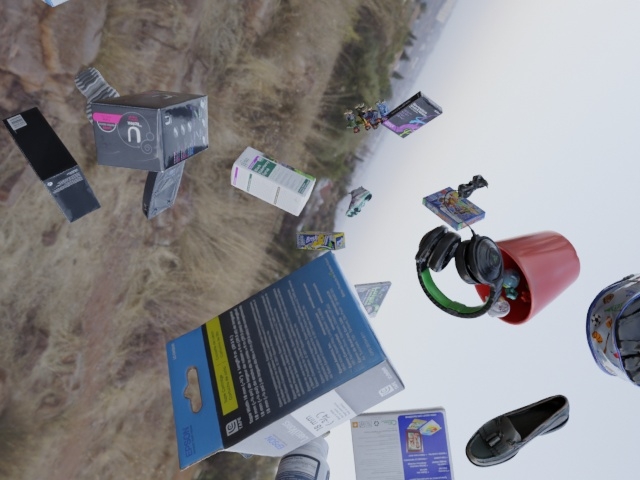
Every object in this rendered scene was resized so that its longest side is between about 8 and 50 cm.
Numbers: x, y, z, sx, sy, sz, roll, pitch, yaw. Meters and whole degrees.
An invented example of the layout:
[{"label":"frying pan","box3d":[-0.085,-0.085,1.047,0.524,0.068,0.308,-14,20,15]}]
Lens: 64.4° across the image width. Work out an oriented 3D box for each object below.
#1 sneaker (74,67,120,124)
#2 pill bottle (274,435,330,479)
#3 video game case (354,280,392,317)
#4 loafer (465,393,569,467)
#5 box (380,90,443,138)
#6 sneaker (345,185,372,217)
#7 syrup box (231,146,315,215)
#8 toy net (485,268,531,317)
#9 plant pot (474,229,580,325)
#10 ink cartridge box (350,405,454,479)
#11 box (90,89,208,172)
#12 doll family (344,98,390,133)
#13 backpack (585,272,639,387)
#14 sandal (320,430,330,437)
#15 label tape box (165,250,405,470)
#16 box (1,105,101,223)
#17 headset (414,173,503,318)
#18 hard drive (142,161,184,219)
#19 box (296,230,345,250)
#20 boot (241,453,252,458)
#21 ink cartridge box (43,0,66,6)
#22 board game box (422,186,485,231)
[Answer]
[{"label":"sneaker","box3d":[-0.607,-0.385,1.464,0.105,0.281,0.115,-32,149,0]},{"label":"pill bottle","box3d":[-0.038,0.483,1.015,0.108,0.107,0.180,-62,-176,33]},{"label":"video game case","box3d":[0.175,0.239,1.981,0.022,0.173,0.190,55,-44,41]},{"label":"loafer","box3d":[0.452,0.426,1.171,0.267,0.096,0.084,-24,137,-9]},{"label":"box","box3d":[0.287,-0.394,1.606,0.162,0.116,0.029,-31,-128,38]},{"label":"sneaker","box3d":[0.097,-0.116,1.469,0.098,0.069,0.038,-44,141,0]},{"label":"syrup box","box3d":[-0.146,-0.181,1.549,0.093,0.236,0.096,-61,177,-40]},{"label":"toy net","box3d":[0.577,0.178,1.569,0.232,0.122,0.045,-41,167,-34]},{"label":"plant pot","box3d":[0.658,0.096,1.608,0.243,0.275,0.275,-21,165,-19]},{"label":"ink cartridge box","box3d":[0.255,0.689,1.587,0.072,0.303,0.308,55,30,-81]},{"label":"box","box3d":[-0.391,-0.268,1.208,0.270,0.165,0.144,-66,161,-66]},{"label":"doll family","box3d":[0.180,-0.434,1.812,0.193,0.111,0.076,5,-132,41]},{"label":"backpack","box3d":[0.731,0.193,1.136,0.263,0.277,0.213,-18,-179,-15]},{"label":"sandal","box3d":[-0.060,0.576,1.514,0.072,0.180,0.049,100,-23,-58]},{"label":"label tape box","box3d":[-0.069,0.199,0.822,0.333,0.106,0.241,-30,-136,4]},{"label":"box","box3d":[-0.720,-0.203,1.369,0.103,0.261,0.184,-32,155,-23]},{"label":"headset","box3d":[0.395,0.024,1.404,0.185,0.243,0.394,-33,128,-39]},{"label":"hard drive","box3d":[-0.599,-0.215,1.930,0.172,0.054,0.255,-48,167,-54]},{"label":"box","box3d":[0.000,0.000,1.694,0.059,0.168,0.054,-15,104,-50]},{"label":"boot","box3d":[-0.311,0.607,1.696,0.094,0.207,0.247,-42,148,-24]},{"label":"ink cartridge box","box3d":[-0.533,-0.508,0.963,0.052,0.122,0.089,-39,144,-21]},{"label":"board game box","box3d":[0.500,-0.123,1.919,0.136,0.201,0.035,-22,134,-20]}]
